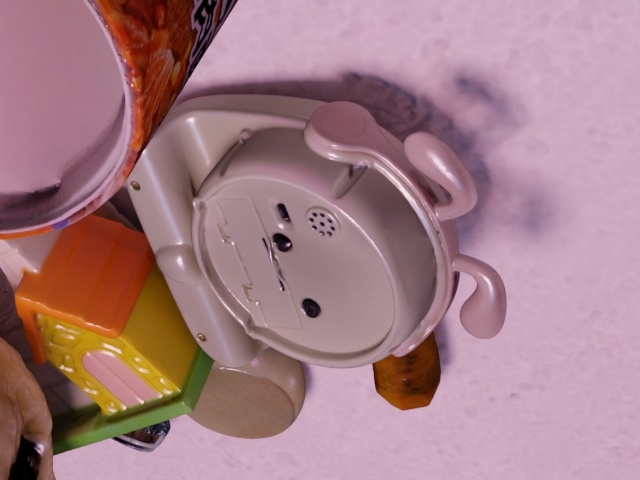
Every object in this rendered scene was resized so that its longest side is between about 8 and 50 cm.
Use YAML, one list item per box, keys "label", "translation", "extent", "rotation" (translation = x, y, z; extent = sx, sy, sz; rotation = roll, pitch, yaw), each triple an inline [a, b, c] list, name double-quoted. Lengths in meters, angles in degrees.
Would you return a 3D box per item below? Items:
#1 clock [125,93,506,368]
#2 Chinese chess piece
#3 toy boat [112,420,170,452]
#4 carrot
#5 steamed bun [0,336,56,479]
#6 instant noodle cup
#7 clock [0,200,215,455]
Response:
- label: "clock"
  translation: [0.000, 0.000, 0.798]
  extent: [0.191, 0.062, 0.151]
  rotation: [2, 126, 35]
- label: "Chinese chess piece"
  translation: [-0.050, 0.090, 0.974]
  extent: [0.084, 0.034, 0.084]
  rotation: [9, 139, 7]
- label: "toy boat"
  translation: [-0.137, 0.110, 1.023]
  extent: [0.083, 0.038, 0.038]
  rotation: [32, 137, -15]
- label: "carrot"
  translation: [0.046, 0.033, 0.874]
  extent: [0.042, 0.042, 0.171]
  rotation: [6, 135, 13]
- label: "steamed bun"
  translation: [-0.215, 0.135, 0.858]
  extent: [0.172, 0.141, 0.155]
  rotation: [-2, 145, 29]
- label: "instant noodle cup"
  translation: [-0.137, -0.136, 0.632]
  extent: [0.250, 0.192, 0.250]
  rotation: [10, 138, 9]
- label: "clock"
  translation: [-0.214, 0.009, 0.887]
  extent: [0.219, 0.106, 0.255]
  rotation: [-22, 126, 36]
